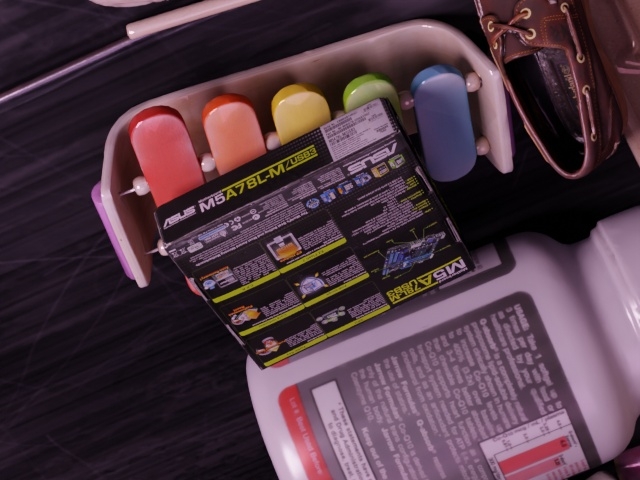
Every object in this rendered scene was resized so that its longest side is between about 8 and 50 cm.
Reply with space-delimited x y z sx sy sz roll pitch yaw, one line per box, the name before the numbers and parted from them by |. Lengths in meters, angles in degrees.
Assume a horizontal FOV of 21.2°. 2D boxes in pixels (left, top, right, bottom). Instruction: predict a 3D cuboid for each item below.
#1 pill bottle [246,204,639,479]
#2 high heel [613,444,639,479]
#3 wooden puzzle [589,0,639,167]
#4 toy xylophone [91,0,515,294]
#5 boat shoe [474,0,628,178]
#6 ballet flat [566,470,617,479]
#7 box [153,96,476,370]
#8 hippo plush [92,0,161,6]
pill bottle | 0.138 0.118 1.450 0.363 0.210 0.210 -23 140 5
high heel | 0.406 0.280 1.838 0.117 0.082 0.244 -20 128 17
wooden puzzle | 0.367 -0.152 1.266 0.322 0.080 0.348 -28 109 5
toy xylophone | -0.022 -0.086 1.260 0.322 0.081 0.236 -23 139 4
boat shoe | 0.153 -0.142 1.198 0.073 0.073 0.207 -17 109 43
ballet flat | 0.228 0.268 1.718 0.139 0.139 0.400 -40 124 23
box | 0.000 0.000 1.267 0.190 0.045 0.184 -26 142 7
hippo plush | -0.066 -0.276 0.933 0.236 0.294 0.234 -24 144 -25
